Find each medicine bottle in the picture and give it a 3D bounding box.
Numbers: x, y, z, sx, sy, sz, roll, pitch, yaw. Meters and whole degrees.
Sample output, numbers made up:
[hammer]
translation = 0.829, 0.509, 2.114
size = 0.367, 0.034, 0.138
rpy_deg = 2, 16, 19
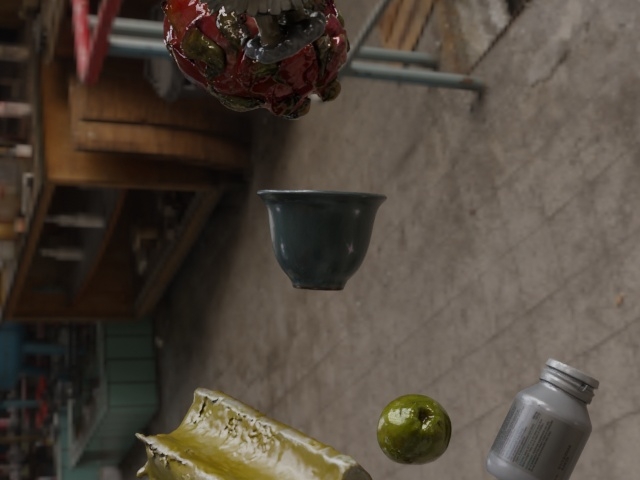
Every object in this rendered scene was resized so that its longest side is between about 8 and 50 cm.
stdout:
[medicine bottle]
translation = 0.372, 0.309, 1.786
size = 0.215, 0.135, 0.135
rpy_deg = -64, 23, -3

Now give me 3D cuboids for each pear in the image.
[pear]
translation = 0.132, 0.271, 1.546
size = 0.131, 0.107, 0.107
rpy_deg = 125, 141, -62

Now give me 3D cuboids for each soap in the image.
[soap]
translation = -0.060, 0.360, 1.270
size = 0.338, 0.169, 0.304
rpy_deg = 13, 121, 54

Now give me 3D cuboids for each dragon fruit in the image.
[dragon fruit]
translation = -0.092, -0.314, 1.714
size = 0.250, 0.291, 0.269
rpy_deg = -61, -8, -19

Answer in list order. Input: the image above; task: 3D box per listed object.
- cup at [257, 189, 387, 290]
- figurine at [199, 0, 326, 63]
[cup]
translation = 0.000, 0.000, 1.659
size = 0.199, 0.199, 0.150
rpy_deg = -177, 90, -68
[figurine]
translation = -0.105, -0.395, 1.223
size = 0.166, 0.207, 0.387
rpy_deg = 13, 133, 48
